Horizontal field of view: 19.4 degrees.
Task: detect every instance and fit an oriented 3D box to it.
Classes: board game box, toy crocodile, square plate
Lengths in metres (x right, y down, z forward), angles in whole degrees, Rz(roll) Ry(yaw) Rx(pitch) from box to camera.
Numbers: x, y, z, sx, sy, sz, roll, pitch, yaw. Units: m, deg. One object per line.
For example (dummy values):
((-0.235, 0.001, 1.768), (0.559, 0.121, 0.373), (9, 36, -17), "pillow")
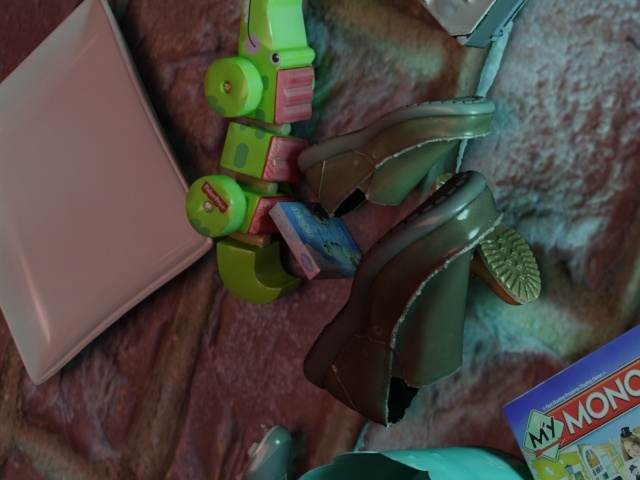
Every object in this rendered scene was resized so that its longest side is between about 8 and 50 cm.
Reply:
((0.000, 0.000, 1.955), (0.020, 0.090, 0.090), (-45, 65, 31), "board game box")
((-0.059, -0.102, 1.987), (0.105, 0.115, 0.341), (16, 103, 34), "toy crocodile")
((-0.288, -0.058, 2.215), (0.344, 0.049, 0.347), (-38, 68, 34), "square plate")
((0.335, 0.177, 1.716), (0.317, 0.046, 0.214), (-36, 70, 34), "board game box")

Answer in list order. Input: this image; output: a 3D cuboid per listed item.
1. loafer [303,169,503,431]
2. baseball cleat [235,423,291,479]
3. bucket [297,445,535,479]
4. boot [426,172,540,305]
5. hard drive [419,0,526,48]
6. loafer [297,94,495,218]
((0.103, 0.064, 1.818), (0.130, 0.134, 0.366), (43, 147, 10), "loafer")
((-0.051, 0.301, 2.029), (0.109, 0.072, 0.206), (30, 114, 20), "baseball cleat")
((0.107, 0.328, 1.816), (0.281, 0.183, 0.281), (1, 91, 40), "bucket")
((0.154, 0.017, 1.859), (0.158, 0.059, 0.085), (52, 134, 25), "boot")
((0.121, -0.387, 1.867), (0.339, 0.064, 0.237), (52, 121, 25), "hard drive")
((0.084, -0.082, 1.894), (0.251, 0.094, 0.087), (-20, 84, 47), "loafer")
